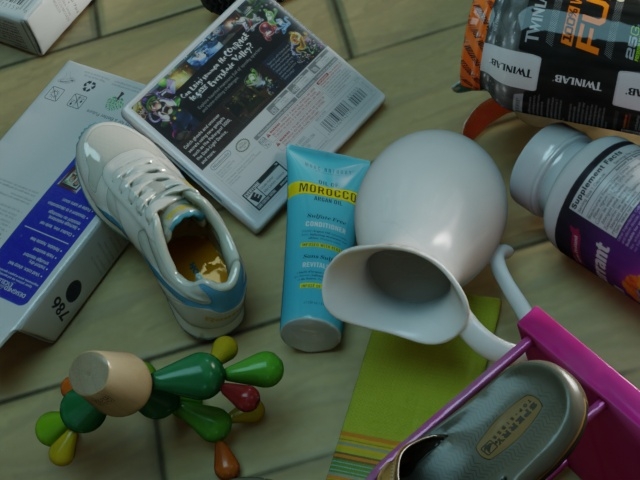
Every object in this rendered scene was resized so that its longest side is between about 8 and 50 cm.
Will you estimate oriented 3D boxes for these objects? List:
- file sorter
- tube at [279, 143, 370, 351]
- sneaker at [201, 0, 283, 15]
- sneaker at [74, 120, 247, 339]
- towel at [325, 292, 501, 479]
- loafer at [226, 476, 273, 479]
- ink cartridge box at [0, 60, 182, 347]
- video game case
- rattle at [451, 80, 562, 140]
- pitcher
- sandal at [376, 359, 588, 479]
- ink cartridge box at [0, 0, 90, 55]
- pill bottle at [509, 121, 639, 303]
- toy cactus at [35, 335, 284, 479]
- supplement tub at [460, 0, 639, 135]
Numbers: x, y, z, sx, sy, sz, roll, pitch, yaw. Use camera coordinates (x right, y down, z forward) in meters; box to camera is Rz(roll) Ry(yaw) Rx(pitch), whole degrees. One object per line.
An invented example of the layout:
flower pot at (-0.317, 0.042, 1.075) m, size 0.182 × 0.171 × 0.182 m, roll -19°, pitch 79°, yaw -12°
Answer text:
file sorter at (0.185, 0.232, 0.808) m, size 0.182 × 0.202 × 0.290 m, roll -39°, pitch 52°, yaw -10°
tube at (0.000, 0.000, 1.133) m, size 0.080 × 0.052 × 0.207 m, roll 15°, pitch 51°, yaw -12°
sneaker at (-0.057, -0.291, 1.369) m, size 0.161 × 0.057 × 0.075 m, roll -26°, pitch 35°, yaw -3°
sneaker at (-0.136, -0.026, 1.121) m, size 0.087 × 0.092 × 0.229 m, roll -31°, pitch 71°, yaw -24°
towel at (0.074, 0.140, 1.027) m, size 0.102 × 0.021 × 0.237 m, roll 9°, pitch 56°, yaw 15°
loafer at (-0.078, 0.217, 0.990) m, size 0.148 × 0.056 × 0.050 m, roll -8°, pitch 53°, yaw 22°
ink cartridge box at (-0.265, -0.021, 1.210) m, size 0.165 × 0.065 × 0.333 m, roll 21°, pitch 61°, yaw 27°
video game case at (-0.062, -0.127, 1.213) m, size 0.173 × 0.022 × 0.190 m, roll 41°, pitch 71°, yaw 5°
rattle at (0.225, -0.169, 1.188) m, size 0.199 × 0.130 × 0.143 m, roll -30°, pitch 30°, yaw 29°
pitcher at (0.106, 0.007, 1.041) m, size 0.177 × 0.125 × 0.207 m, roll 30°, pitch 35°, yaw -4°
sandal at (0.073, 0.150, 0.747) m, size 0.219 × 0.060 × 0.090 m, roll -44°, pitch 52°, yaw -10°
ink cartridge box at (-0.357, -0.346, 1.481) m, size 0.275 × 0.060 × 0.239 m, roll 21°, pitch 61°, yaw 28°
pill bottle at (0.251, -0.018, 1.038) m, size 0.108 × 0.108 × 0.193 m, roll -41°, pitch 54°, yaw -16°
toy cactus at (-0.143, 0.129, 1.002) m, size 0.219 × 0.180 × 0.112 m, roll -6°, pitch 73°, yaw 17°
supplement tub at (0.218, -0.155, 1.059) m, size 0.190 × 0.117 × 0.117 m, roll 12°, pitch 58°, yaw 12°
